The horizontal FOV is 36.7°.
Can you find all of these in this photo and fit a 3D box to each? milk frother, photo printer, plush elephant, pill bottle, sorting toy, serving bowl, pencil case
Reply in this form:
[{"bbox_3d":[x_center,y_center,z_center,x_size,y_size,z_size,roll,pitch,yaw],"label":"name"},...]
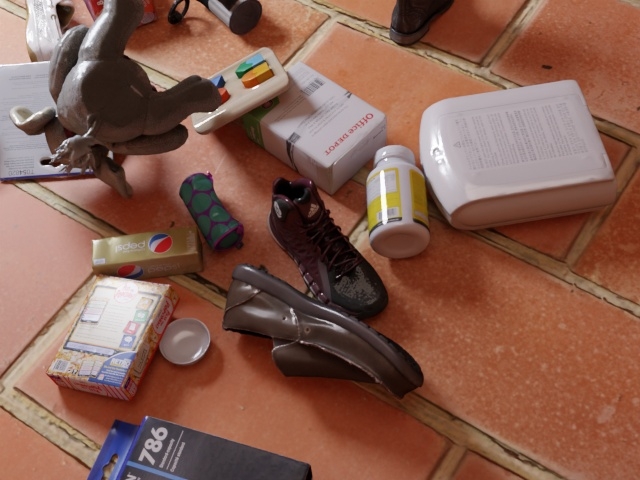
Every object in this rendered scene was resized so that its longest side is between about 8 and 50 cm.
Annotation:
[{"bbox_3d":[-0.219,-0.467,1.961,0.135,0.129,0.143,45,112,28],"label":"milk frother"},{"bbox_3d":[0.331,-0.148,1.691,0.307,0.107,0.256,-10,56,-2],"label":"photo printer"},{"bbox_3d":[-0.380,-0.219,1.674,0.272,0.255,0.330,43,64,-19],"label":"plush elephant"},{"bbox_3d":[0.131,-0.069,1.653,0.103,0.103,0.184,-2,56,2],"label":"pill bottle"},{"bbox_3d":[-0.160,-0.286,1.787,0.193,0.038,0.208,-28,30,2],"label":"sorting toy"},{"bbox_3d":[-0.218,0.168,1.563,0.083,0.027,0.083,-2,55,2],"label":"serving bowl"},{"bbox_3d":[-0.189,-0.050,1.685,0.070,0.064,0.152,-35,60,0],"label":"pencil case"}]

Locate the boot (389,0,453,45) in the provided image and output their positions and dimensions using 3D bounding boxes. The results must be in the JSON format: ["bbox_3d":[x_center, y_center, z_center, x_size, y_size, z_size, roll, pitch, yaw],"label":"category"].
[{"bbox_3d":[0.205,-0.530,1.882,0.091,0.229,0.263,20,60,17],"label":"boot"}]

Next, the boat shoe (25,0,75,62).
[{"bbox_3d":[-0.549,-0.469,1.977,0.096,0.098,0.277,-10,65,-3],"label":"boat shoe"}]

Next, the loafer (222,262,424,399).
[{"bbox_3d":[-0.005,0.164,1.509,0.365,0.134,0.130,26,84,30],"label":"loafer"}]

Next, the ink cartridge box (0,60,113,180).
[{"bbox_3d":[-0.494,-0.225,1.813,0.223,0.045,0.224,-3,84,1],"label":"ink cartridge box"}]

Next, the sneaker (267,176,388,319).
[{"bbox_3d":[0.000,0.000,1.579,0.106,0.163,0.281,-37,61,-19],"label":"sneaker"}]

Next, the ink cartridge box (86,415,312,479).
[{"bbox_3d":[-0.192,0.364,1.410,0.332,0.065,0.165,12,58,13],"label":"ink cartridge box"}]

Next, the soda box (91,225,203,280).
[{"bbox_3d":[-0.293,0.026,1.643,0.181,0.061,0.058,-7,56,-1],"label":"soda box"}]

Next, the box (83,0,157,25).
[{"bbox_3d":[-0.447,-0.558,2.008,0.128,0.123,0.257,-23,58,-11],"label":"box"}]

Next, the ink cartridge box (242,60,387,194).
[{"bbox_3d":[-0.009,-0.206,1.761,0.219,0.093,0.160,37,66,25],"label":"ink cartridge box"}]

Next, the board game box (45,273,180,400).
[{"bbox_3d":[-0.332,0.152,1.554,0.146,0.045,0.194,8,56,23],"label":"board game box"}]
